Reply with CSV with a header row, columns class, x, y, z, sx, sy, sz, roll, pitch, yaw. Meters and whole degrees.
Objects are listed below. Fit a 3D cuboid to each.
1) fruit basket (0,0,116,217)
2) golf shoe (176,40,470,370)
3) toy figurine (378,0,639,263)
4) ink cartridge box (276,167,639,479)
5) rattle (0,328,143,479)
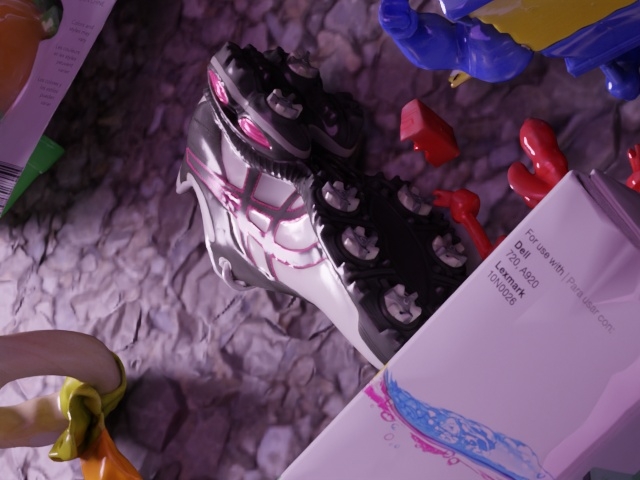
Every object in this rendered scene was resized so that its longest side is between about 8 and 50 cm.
class,x,y,z,sx,sy,sz,roll,pitch,yaw
fruit basket,-0.263,-0.169,1.402,0.327,0.165,0.353,17,72,37
golf shoe,0.000,0.000,1.184,0.120,0.105,0.273,-57,45,29
toy figurine,0.160,-0.128,0.999,0.362,0.217,0.191,-26,55,25
ink cartridge box,0.112,0.119,0.988,0.278,0.201,0.117,-47,56,15
rattle,-0.208,0.125,1.219,0.130,0.199,0.143,-15,69,32
